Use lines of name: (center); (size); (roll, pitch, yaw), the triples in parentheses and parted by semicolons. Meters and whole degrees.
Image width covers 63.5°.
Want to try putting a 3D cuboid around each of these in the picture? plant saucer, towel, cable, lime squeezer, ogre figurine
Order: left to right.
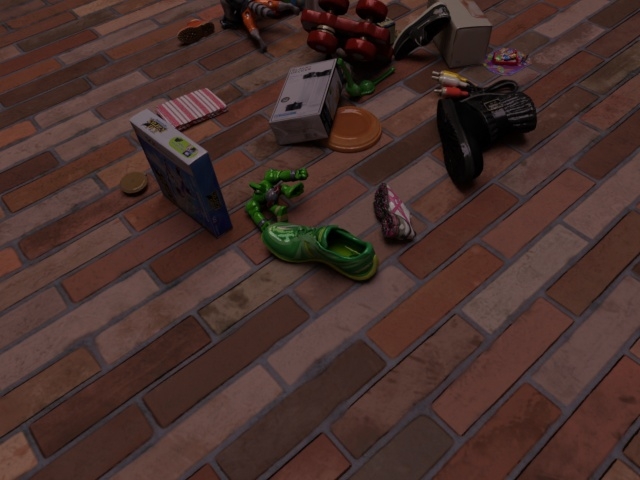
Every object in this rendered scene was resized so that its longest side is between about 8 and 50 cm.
towel: (-0.415, -0.423, 1.668); (0.197, 0.029, 0.144); (-29, 55, -22)
ogre figurine: (-0.123, -0.116, 1.352); (0.118, 0.097, 0.196); (27, 101, 28)
plant saucer: (0.087, -0.346, 1.572); (0.200, 0.037, 0.199); (-1, 52, 2)
lime squeezer: (0.135, -0.522, 1.678); (0.059, 0.109, 0.311); (19, 22, 37)
cable: (0.492, -0.477, 1.636); (0.288, 0.072, 0.139); (3, 57, 5)

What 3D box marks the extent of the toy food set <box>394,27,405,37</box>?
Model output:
toy food set: (0.317, -0.750, 1.895); (0.122, 0.019, 0.078); (-21, 55, -30)

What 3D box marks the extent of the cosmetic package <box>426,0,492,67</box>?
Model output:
cosmetic package: (0.475, -0.753, 1.810); (0.129, 0.153, 0.296); (-7, 52, -5)

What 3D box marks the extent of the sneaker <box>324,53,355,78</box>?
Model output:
sneaker: (0.067, -0.593, 1.772); (0.076, 0.057, 0.161); (6, 37, -27)

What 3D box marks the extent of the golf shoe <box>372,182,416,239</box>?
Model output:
golf shoe: (0.190, -0.072, 1.337); (0.086, 0.067, 0.186); (10, 46, -23)

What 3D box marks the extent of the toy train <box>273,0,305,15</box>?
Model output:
toy train: (-0.174, -0.993, 2.080); (0.144, 0.105, 0.248); (-16, 46, -28)

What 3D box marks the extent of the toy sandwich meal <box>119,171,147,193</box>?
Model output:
toy sandwich meal: (-0.525, -0.161, 1.459); (0.086, 0.029, 0.085); (-1, 56, 1)

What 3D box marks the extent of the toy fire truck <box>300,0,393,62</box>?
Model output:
toy fire truck: (0.091, -0.676, 1.714); (0.303, 0.254, 0.169); (15, 90, 8)

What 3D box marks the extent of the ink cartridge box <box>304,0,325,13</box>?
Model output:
ink cartridge box: (-0.011, -0.876, 1.839); (0.066, 0.296, 0.261); (-8, 51, -4)

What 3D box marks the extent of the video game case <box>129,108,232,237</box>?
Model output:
video game case: (-0.345, -0.162, 1.295); (0.244, 0.269, 0.061); (37, 63, 28)

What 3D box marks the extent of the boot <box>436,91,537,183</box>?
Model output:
boot: (0.482, -0.301, 1.455); (0.261, 0.131, 0.347); (-1, 50, 2)

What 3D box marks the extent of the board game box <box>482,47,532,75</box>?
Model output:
board game box: (0.640, -0.630, 1.777); (0.169, 0.033, 0.133); (-31, 56, -21)

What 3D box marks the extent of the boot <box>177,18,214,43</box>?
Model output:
boot: (-0.488, -0.793, 1.955); (0.085, 0.059, 0.158); (32, 51, 29)

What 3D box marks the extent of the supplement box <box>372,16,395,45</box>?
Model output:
supplement box: (0.221, -0.754, 1.865); (0.056, 0.083, 0.083); (-28, 55, -19)

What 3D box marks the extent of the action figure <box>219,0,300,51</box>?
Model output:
action figure: (-0.235, -0.905, 1.888); (0.330, 0.178, 0.341); (42, 102, 13)

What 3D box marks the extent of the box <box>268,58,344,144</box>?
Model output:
box: (-0.037, -0.428, 1.586); (0.169, 0.087, 0.289); (-3, 49, 22)

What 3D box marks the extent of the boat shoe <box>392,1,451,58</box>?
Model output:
boat shoe: (0.336, -0.693, 1.746); (0.084, 0.233, 0.079); (11, 54, -45)

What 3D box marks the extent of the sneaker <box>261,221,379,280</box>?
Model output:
sneaker: (0.000, 0.000, 1.240); (0.296, 0.123, 0.109); (14, 54, 15)
